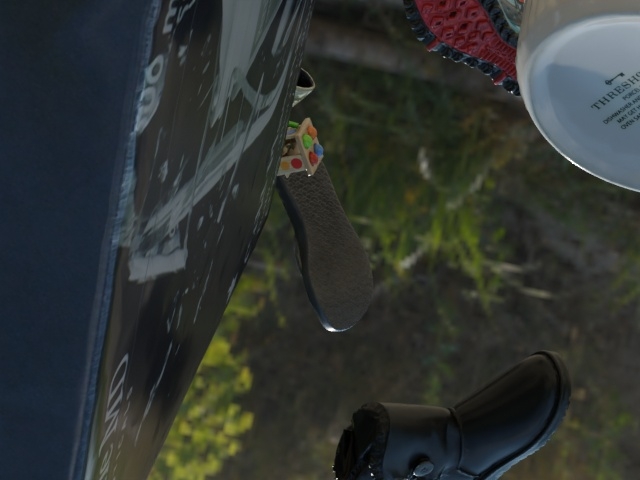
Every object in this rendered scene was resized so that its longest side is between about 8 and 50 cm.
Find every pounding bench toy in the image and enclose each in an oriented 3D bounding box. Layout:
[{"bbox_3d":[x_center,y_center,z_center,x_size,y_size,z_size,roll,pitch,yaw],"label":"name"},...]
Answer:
[{"bbox_3d":[-0.038,-0.118,1.800,0.065,0.083,0.052,-11,-154,21],"label":"pounding bench toy"}]

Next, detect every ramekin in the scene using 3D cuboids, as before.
[{"bbox_3d":[0.284,-0.151,1.271,0.272,0.127,0.273,16,146,11],"label":"ramekin"}]

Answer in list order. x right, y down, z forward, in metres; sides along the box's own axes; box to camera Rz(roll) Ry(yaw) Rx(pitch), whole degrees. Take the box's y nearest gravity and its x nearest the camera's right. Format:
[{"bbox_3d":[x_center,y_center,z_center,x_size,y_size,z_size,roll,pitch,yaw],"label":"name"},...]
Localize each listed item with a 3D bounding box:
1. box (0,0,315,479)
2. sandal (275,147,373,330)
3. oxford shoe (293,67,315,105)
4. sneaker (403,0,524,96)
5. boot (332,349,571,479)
[{"bbox_3d":[-0.167,-0.132,0.776,0.297,0.480,0.472,16,-148,5],"label":"box"},{"bbox_3d":[0.001,-0.001,2.067,0.097,0.255,0.054,-9,166,-30],"label":"sandal"},{"bbox_3d":[-0.134,-0.315,2.350,0.146,0.140,0.397,-25,150,10],"label":"oxford shoe"},{"bbox_3d":[0.185,-0.266,1.824,0.262,0.125,0.104,32,123,-33],"label":"sneaker"},{"bbox_3d":[0.149,0.214,1.802,0.207,0.094,0.246,9,133,-36],"label":"boot"}]
